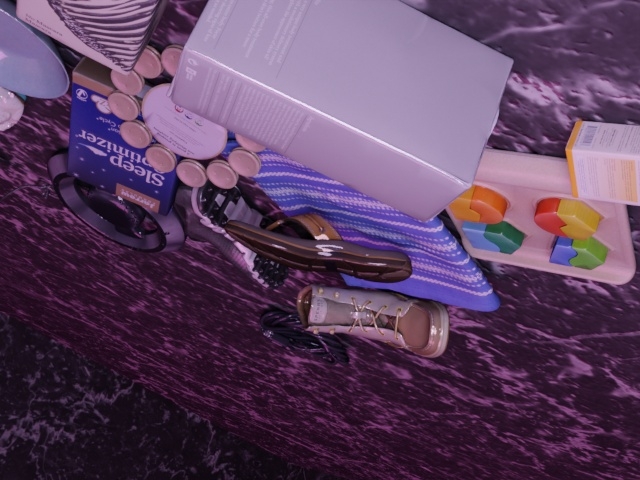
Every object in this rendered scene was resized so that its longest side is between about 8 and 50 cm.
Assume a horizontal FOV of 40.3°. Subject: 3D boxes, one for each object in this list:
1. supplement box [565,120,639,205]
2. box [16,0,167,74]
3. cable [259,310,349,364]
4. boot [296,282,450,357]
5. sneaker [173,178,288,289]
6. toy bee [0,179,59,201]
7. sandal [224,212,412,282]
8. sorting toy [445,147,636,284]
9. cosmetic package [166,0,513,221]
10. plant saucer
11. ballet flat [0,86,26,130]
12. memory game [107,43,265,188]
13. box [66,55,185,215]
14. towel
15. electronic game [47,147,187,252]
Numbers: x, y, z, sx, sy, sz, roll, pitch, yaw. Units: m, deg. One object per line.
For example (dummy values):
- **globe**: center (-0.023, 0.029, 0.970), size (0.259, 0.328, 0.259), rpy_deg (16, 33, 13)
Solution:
- **supplement box**: center (0.257, -0.061, 0.715), size (0.098, 0.036, 0.062), rpy_deg (11, 146, 29)
- **box**: center (-0.148, -0.232, 0.635), size (0.113, 0.094, 0.275), rpy_deg (27, 160, -12)
- **cable**: center (-0.024, 0.173, 1.596), size (0.185, 0.047, 0.150), rpy_deg (27, 154, -5)
- **boot**: center (0.065, 0.103, 1.169), size (0.165, 0.077, 0.213), rpy_deg (9, -179, -19)
- **sneaker**: center (-0.126, -0.014, 1.185), size (0.106, 0.078, 0.234), rpy_deg (10, 152, 37)
- **toy bee**: center (-0.560, -0.084, 1.330), size (0.298, 0.162, 0.195), rpy_deg (22, 158, 0)
- **sandal**: center (0.000, 0.000, 1.007), size (0.219, 0.060, 0.090), rpy_deg (9, 164, 7)
- **sorting toy**: center (0.211, -0.018, 0.878), size (0.193, 0.038, 0.208), rpy_deg (11, 157, 28)
- **cosmetic package**: center (0.017, -0.126, 0.688), size (0.238, 0.127, 0.107), rpy_deg (28, 159, -9)
- **plant saucer**: center (-0.354, -0.226, 0.942), size (0.195, 0.037, 0.195), rpy_deg (19, 160, 7)
- **ballet flat**: center (-0.584, -0.204, 1.098), size (0.409, 0.147, 0.147), rpy_deg (24, 159, -6)
- **memory game**: center (-0.140, -0.127, 0.922), size (0.186, 0.012, 0.186), rpy_deg (14, 137, 13)
- **box**: center (-0.229, -0.106, 1.036), size (0.136, 0.036, 0.225), rpy_deg (23, 145, -3)
- **towel**: center (0.049, -0.015, 1.020), size (0.243, 0.040, 0.336), rpy_deg (12, 158, 40)
- **electronic game**: center (-0.300, -0.055, 1.292), size (0.229, 0.048, 0.229), rpy_deg (21, 152, 12)
